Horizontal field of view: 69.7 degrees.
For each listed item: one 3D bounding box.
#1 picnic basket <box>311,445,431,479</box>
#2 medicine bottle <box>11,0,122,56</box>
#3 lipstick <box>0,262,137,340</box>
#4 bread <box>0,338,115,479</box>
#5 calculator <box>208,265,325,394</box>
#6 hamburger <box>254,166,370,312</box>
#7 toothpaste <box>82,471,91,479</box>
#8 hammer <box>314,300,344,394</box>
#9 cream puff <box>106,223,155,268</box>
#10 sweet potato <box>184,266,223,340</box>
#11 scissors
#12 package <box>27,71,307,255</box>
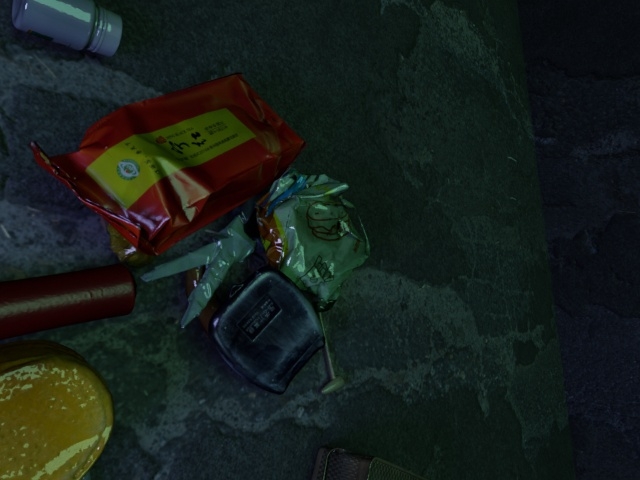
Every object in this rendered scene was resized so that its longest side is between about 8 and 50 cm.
[{"bbox_3d":[0.105,0.538,0.937,0.266,0.139,0.165,38,56,-35],"label":"picnic basket"},{"bbox_3d":[-0.368,-0.325,0.673,0.130,0.080,0.080,8,76,-46],"label":"medicine bottle"},{"bbox_3d":[-0.365,0.082,0.590,0.241,0.080,0.080,-9,88,-47],"label":"lipstick"},{"bbox_3d":[-0.369,0.225,0.507,0.269,0.142,0.195,-31,107,-43],"label":"bread"},{"bbox_3d":[-0.085,0.160,0.800,0.177,0.040,0.268,-48,130,-17],"label":"calculator"},{"bbox_3d":[0.007,-0.004,0.903,0.276,0.150,0.260,28,58,-53],"label":"hamburger"},{"bbox_3d":[-0.317,0.419,0.594,0.096,0.061,0.266,-15,86,-45],"label":"toothpaste"},{"bbox_3d":[0.003,0.229,0.987,0.060,0.028,0.195,-10,86,-40],"label":"hammer"},{"bbox_3d":[-0.284,-0.002,0.706,0.083,0.058,0.083,36,56,-35],"label":"cream puff"},{"bbox_3d":[-0.168,0.147,0.799,0.255,0.058,0.078,59,25,-25],"label":"sweet potato"},{"bbox_3d":[-0.158,0.003,0.811,0.256,0.029,0.383,64,34,-15],"label":"scissors"},{"bbox_3d":[-0.204,-0.131,0.729,0.196,0.123,0.423,45,43,2],"label":"package"}]
